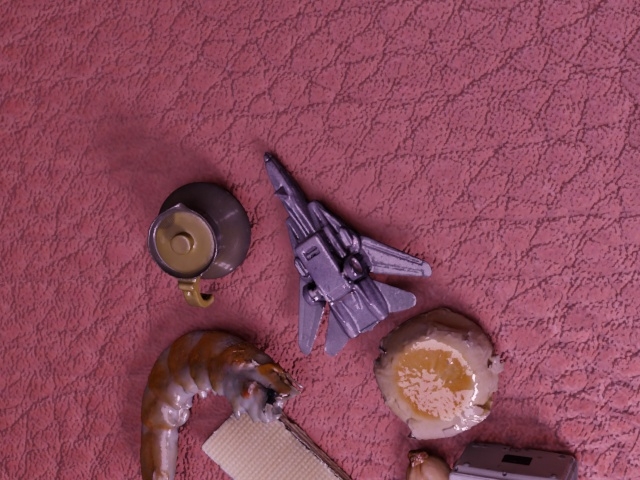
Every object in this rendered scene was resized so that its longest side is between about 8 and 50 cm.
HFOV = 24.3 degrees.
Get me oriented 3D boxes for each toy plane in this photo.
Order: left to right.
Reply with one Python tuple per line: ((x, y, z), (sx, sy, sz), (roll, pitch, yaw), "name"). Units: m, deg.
((-0.004, 0.002, 1.894), (0.212, 0.088, 0.267), (-33, 91, 21), "toy plane")

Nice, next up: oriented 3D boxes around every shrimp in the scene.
((-0.166, 0.220, 1.988), (0.287, 0.068, 0.185), (-43, 62, 21), "shrimp")

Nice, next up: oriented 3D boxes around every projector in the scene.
((0.244, 0.300, 1.873), (0.147, 0.115, 0.061), (6, 102, 17), "projector")

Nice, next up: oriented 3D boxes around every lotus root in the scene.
((0.152, 0.339, 1.939), (0.073, 0.062, 0.150), (-15, 98, 28), "lotus root")

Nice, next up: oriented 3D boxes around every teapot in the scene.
((-0.158, 0.009, 1.929), (0.130, 0.119, 0.166), (5, 105, 17), "teapot")

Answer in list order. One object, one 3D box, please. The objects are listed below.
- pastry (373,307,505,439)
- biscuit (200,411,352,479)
((0.148, 0.168, 1.886), (0.165, 0.088, 0.166), (5, 105, 18), "pastry")
((-0.054, 0.307, 2.010), (0.199, 0.040, 0.121), (45, 108, 3), "biscuit")
